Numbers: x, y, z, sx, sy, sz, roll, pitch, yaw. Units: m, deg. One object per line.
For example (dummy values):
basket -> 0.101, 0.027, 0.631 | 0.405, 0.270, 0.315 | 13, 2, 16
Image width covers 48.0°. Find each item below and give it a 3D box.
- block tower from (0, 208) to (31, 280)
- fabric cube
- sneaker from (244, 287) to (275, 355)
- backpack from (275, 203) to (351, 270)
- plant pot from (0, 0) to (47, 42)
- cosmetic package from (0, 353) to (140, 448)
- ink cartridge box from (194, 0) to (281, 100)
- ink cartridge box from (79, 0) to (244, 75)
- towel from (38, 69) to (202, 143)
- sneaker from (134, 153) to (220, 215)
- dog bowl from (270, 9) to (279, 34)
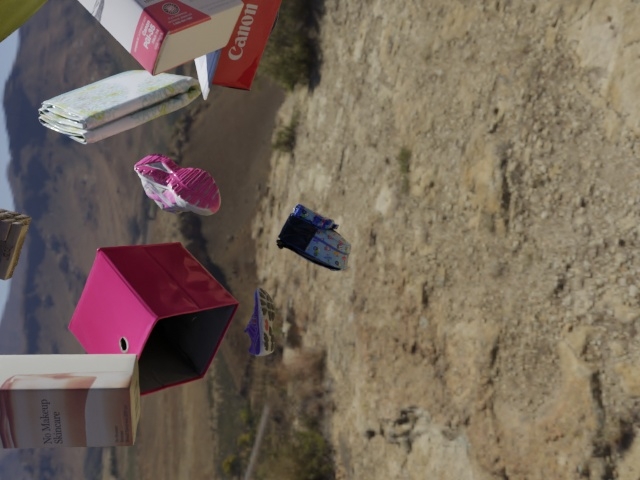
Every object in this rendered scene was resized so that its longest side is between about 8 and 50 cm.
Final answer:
block tower -> -0.614, -0.037, 1.089 | 0.097, 0.335, 0.091 | -110, 39, -82
fabric cube -> -0.403, 0.182, 1.727 | 0.258, 0.259, 0.254 | 43, 118, 28
sneaker -> -0.156, 0.198, 1.761 | 0.071, 0.068, 0.170 | -11, 66, 24
backpack -> 0.000, 0.000, 1.719 | 0.117, 0.173, 0.158 | -63, -10, 3
plant pot -> -0.728, -0.589, 1.601 | 0.293, 0.274, 0.275 | -58, 22, 1
cosmetic package -> -0.527, 0.327, 1.468 | 0.129, 0.296, 0.153 | -104, 15, -64
ink cartridge box -> -0.183, -0.499, 1.591 | 0.309, 0.130, 0.272 | 119, 145, -44
ink cartridge box -> -0.319, -0.468, 1.341 | 0.283, 0.207, 0.117 | 46, 139, 7
towel -> -0.564, -0.385, 2.020 | 0.320, 0.374, 0.090 | 23, 134, 45
sneaker -> -0.336, -0.117, 1.739 | 0.252, 0.103, 0.111 | 29, 143, 29
dog bowl -> -0.281, -0.606, 1.798 | 0.349, 0.348, 0.102 | 122, 147, -50
